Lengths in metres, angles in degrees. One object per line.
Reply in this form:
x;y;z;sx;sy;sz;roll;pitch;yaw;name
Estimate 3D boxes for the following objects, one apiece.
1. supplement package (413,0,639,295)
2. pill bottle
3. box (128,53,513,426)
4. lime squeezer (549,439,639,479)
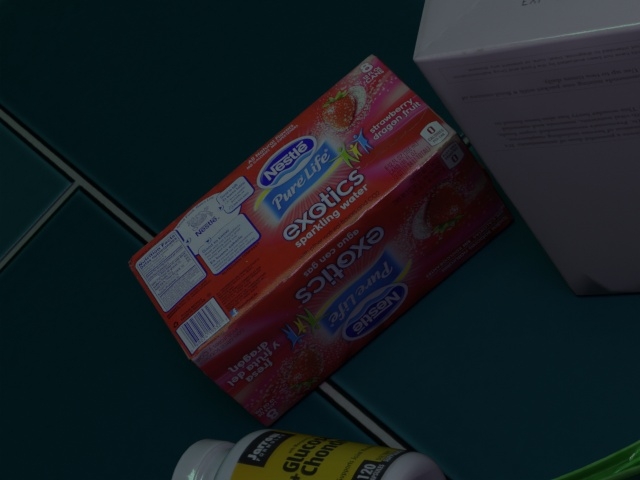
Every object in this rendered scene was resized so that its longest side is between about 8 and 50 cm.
0.208;-0.110;0.910;0.177;0.293;0.175;-5;57;29;supplement package
-0.011;0.185;0.967;0.184;0.103;0.103;4;61;33;pill bottle
0.000;0.000;1.078;0.257;0.122;0.128;-41;47;0;box
0.248;0.100;0.868;0.310;0.110;0.059;-38;64;9;lime squeezer
